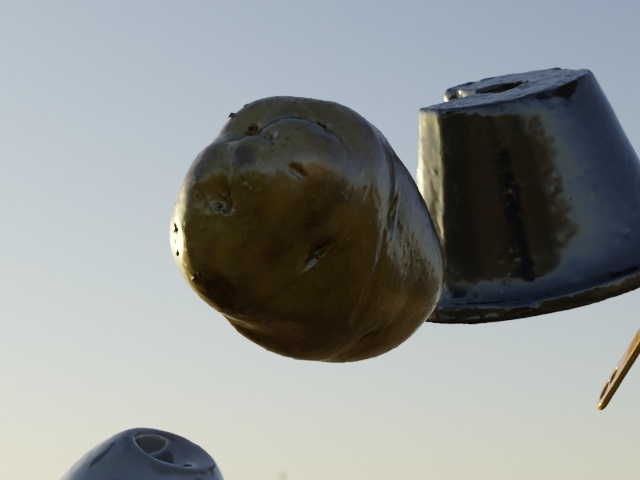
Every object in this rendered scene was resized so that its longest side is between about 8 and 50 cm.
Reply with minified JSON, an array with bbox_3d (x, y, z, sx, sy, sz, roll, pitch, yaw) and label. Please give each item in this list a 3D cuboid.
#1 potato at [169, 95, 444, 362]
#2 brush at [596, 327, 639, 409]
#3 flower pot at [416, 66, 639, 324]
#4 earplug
[{"bbox_3d":[0.000,0.000,1.329,0.176,0.196,0.369,-10,-25,24],"label":"potato"},{"bbox_3d":[0.315,0.057,1.420,0.013,0.272,0.103,26,33,5],"label":"brush"},{"bbox_3d":[0.259,-0.072,1.888,0.379,0.251,0.379,-12,11,2],"label":"flower pot"},{"bbox_3d":[-0.228,0.291,1.377,0.325,0.175,0.214,-26,16,3],"label":"earplug"}]
